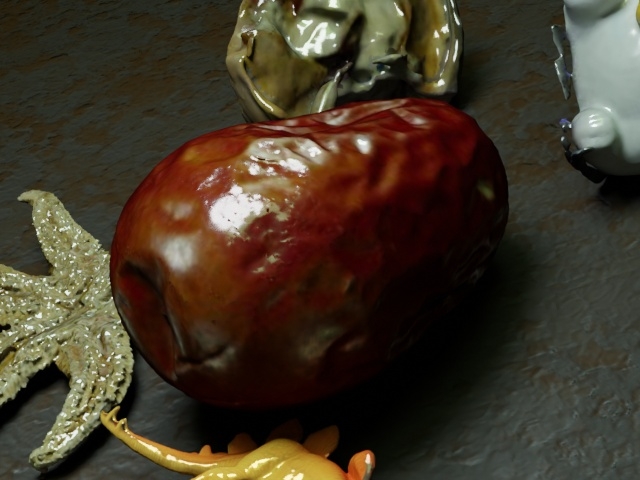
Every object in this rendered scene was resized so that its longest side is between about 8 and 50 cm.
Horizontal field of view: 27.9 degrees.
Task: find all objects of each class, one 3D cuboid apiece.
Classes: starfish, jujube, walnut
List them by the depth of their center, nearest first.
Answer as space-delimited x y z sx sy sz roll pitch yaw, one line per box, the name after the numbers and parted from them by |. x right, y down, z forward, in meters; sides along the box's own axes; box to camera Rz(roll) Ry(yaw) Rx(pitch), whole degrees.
0.000 0.000 0.944 0.223 0.223 0.318 20 34 39 | jujube
-0.226 0.063 1.067 0.299 0.060 0.302 -35 45 -17 | starfish
0.009 -0.195 1.234 0.238 0.204 0.141 -22 3 -23 | walnut

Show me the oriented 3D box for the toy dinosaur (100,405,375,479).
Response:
-0.023 0.164 0.851 0.117 0.070 0.288 -28 40 -36 | toy dinosaur

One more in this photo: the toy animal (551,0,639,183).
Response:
0.346 -0.149 1.015 0.310 0.247 0.183 -11 50 32 | toy animal
